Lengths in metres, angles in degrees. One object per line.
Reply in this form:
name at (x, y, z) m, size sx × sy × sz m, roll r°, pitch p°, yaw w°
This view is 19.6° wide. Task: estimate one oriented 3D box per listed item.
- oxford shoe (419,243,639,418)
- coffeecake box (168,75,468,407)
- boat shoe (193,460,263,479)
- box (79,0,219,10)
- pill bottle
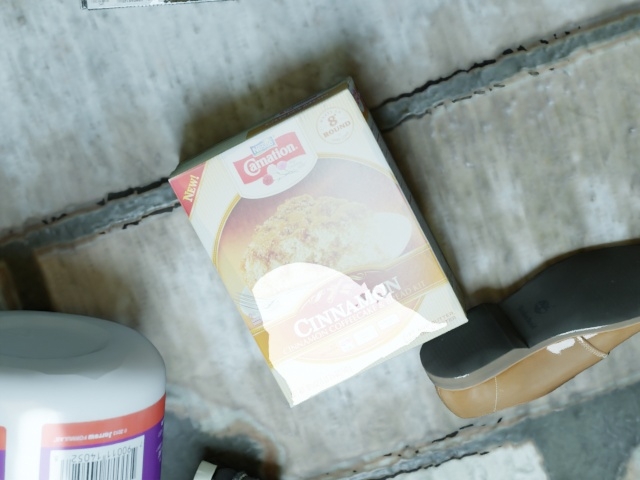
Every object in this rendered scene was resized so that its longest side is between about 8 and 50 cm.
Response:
oxford shoe at (0.179, 0.066, 1.330) m, size 0.212 × 0.076 × 0.076 m, roll -22°, pitch 132°, yaw 3°
coffeecake box at (0.000, 0.000, 1.308) m, size 0.142 × 0.068 × 0.185 m, roll -27°, pitch 100°, yaw 8°
boat shoe at (-0.078, 0.282, 1.366) m, size 0.079 × 0.084 × 0.233 m, roll 12°, pitch 100°, yaw -1°
box at (-0.053, -0.184, 1.209) m, size 0.190 × 0.184 × 0.045 m, roll -4°, pitch 100°, yaw 1°
pill bottle at (-0.206, 0.222, 1.305) m, size 0.181 × 0.181 × 0.323 m, roll 5°, pitch 103°, yaw 0°
